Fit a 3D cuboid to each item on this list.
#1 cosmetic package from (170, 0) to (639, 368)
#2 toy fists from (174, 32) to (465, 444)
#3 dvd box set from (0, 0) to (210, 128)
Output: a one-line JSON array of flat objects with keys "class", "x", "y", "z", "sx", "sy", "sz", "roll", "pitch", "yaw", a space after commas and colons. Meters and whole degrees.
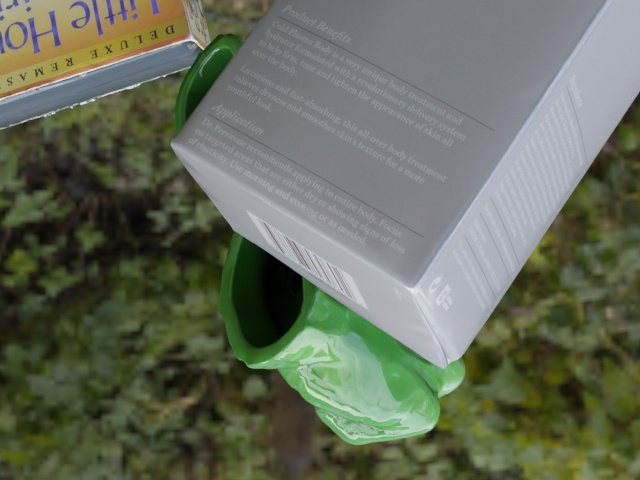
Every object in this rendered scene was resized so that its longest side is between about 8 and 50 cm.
[{"class": "cosmetic package", "x": 0.063, "y": -0.087, "z": 0.656, "sx": 0.127, "sy": 0.238, "sz": 0.107, "roll": 33, "pitch": 168, "yaw": 24}, {"class": "toy fists", "x": 0.000, "y": 0.000, "z": 0.935, "sx": 0.142, "sy": 0.279, "sz": 0.096, "roll": 25, "pitch": 120, "yaw": -34}, {"class": "dvd box set", "x": -0.270, "y": -0.294, "z": 1.237, "sx": 0.307, "sy": 0.420, "sz": 0.062, "roll": -17, "pitch": 166, "yaw": 13}]
